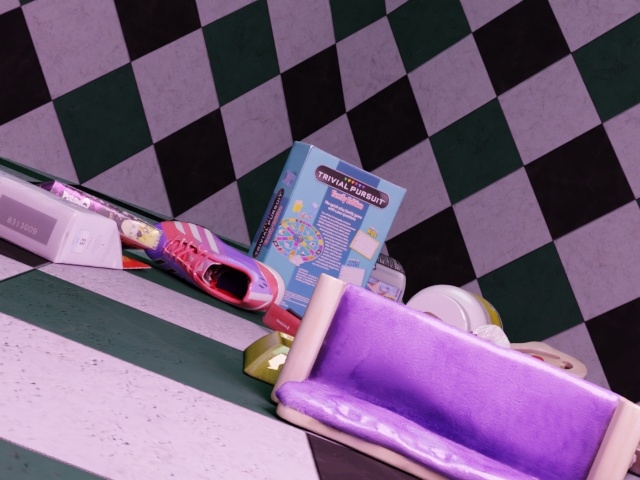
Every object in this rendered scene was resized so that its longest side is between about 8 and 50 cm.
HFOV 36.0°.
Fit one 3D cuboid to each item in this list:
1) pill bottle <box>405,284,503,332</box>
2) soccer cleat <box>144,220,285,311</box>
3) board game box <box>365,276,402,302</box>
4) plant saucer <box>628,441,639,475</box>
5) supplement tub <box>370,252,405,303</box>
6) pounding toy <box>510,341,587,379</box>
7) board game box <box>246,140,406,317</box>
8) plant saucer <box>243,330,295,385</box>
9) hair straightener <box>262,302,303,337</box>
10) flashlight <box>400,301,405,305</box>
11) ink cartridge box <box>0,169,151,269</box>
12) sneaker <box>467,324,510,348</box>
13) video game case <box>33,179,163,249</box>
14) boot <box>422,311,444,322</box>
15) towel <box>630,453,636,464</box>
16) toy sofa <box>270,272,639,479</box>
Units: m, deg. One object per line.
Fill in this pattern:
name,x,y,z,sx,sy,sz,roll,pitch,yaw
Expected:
pill bottle,0.274,0.193,2.098,0.188,0.187,0.334,23,1,21
soccer cleat,-0.217,0.040,1.820,0.318,0.108,0.116,25,6,24
board game box,0.062,0.133,2.146,0.201,0.136,0.035,23,1,-18
plant saucer,0.604,0.407,1.856,0.311,0.050,0.310,22,1,0
supplement tub,0.017,0.082,2.249,0.316,0.193,0.193,22,1,-18
pounding toy,0.436,0.304,1.988,0.270,0.154,0.154,-1,22,-25
board game box,0.000,0.000,2.023,0.254,0.336,0.079,23,0,-31
plant saucer,-0.001,0.165,1.229,0.188,0.045,0.188,22,1,-5
hair straightener,0.011,0.164,1.577,0.230,0.047,0.089,23,1,41
flashlight,0.057,0.145,2.488,0.304,0.103,0.103,24,-4,4
ink cartridge box,-0.457,-0.051,1.596,0.308,0.091,0.385,23,2,11
sneaker,0.227,0.237,1.846,0.235,0.153,0.094,-14,58,-22
video game case,-0.416,-0.041,1.764,0.210,0.041,0.232,28,-13,-27
boot,0.099,0.158,1.379,0.115,0.112,0.305,-11,5,-19
towel,0.353,0.304,1.629,0.317,0.053,0.332,22,0,25
toy sofa,0.141,0.169,1.026,0.363,0.150,0.177,23,-1,8
